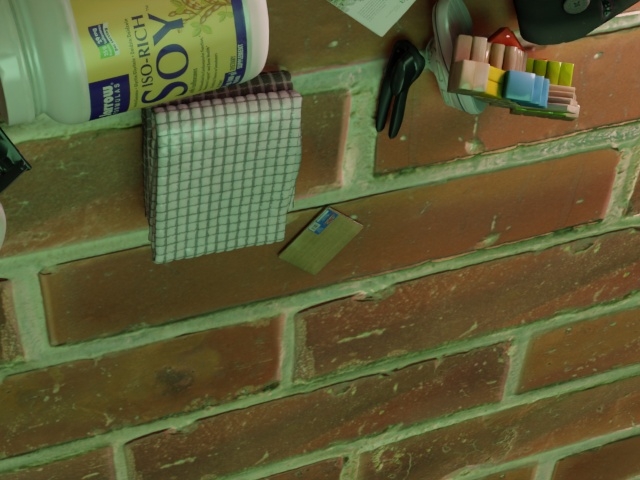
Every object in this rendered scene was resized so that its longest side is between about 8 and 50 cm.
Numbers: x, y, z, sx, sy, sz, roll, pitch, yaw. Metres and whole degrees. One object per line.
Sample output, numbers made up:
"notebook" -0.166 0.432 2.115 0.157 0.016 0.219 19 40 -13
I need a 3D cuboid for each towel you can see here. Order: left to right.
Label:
"towel" -0.154 -0.115 1.856 0.235 0.121 0.284 -11 134 -20

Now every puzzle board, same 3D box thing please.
"puzzle board" 0.000 0.000 2.128 0.128 0.011 0.096 -45 134 18

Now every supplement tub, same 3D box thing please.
"supplement tub" -0.254 -0.281 1.528 0.331 0.241 0.241 -17 138 -17

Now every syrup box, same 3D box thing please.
"syrup box" 0.027 -0.387 1.688 0.236 0.096 0.093 25 119 -42

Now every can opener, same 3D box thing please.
"can opener" 0.116 -0.236 1.922 0.073 0.059 0.186 -35 157 -33

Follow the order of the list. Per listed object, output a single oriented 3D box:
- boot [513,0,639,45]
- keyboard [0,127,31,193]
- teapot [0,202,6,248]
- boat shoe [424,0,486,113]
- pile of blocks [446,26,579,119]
"boot" 0.262 -0.433 1.746 0.366 0.146 0.445 -16 154 15
"keyboard" -0.484 -0.199 1.568 0.201 0.033 0.317 -46 121 -22
"teapot" -0.574 -0.023 1.689 0.256 0.187 0.252 -45 163 -19
"boat shoe" 0.196 -0.281 1.894 0.075 0.083 0.226 8 140 29
"pile of blocks" 0.314 -0.260 1.876 0.362 0.148 0.113 3 95 -60
